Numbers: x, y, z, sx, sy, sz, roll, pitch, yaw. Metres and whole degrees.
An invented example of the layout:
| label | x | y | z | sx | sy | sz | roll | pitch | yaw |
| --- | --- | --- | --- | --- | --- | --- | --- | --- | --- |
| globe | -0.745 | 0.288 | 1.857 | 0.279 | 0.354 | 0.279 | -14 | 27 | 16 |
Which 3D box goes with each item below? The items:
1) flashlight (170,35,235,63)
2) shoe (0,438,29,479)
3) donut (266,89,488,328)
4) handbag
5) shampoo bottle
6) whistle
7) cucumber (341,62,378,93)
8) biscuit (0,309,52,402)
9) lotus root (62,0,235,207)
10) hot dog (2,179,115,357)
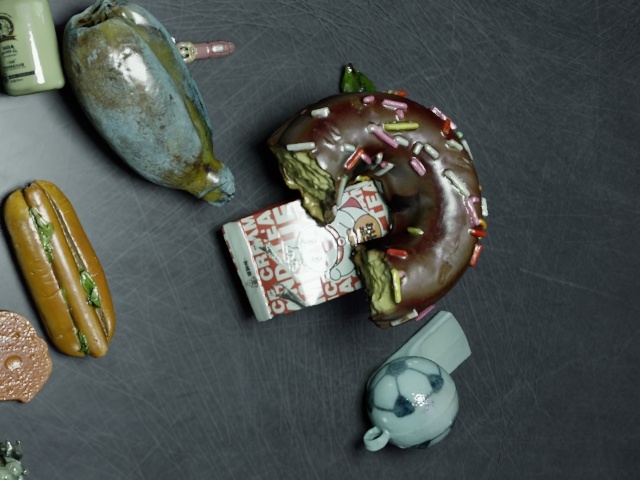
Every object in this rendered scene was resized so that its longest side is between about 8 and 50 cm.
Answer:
| label | x | y | z | sx | sy | sz | roll | pitch | yaw |
| --- | --- | --- | --- | --- | --- | --- | --- | --- | --- |
| flashlight | -0.173 | -0.275 | 1.434 | 0.110 | 0.031 | 0.052 | -14 | 100 | -33 |
| shoe | -0.404 | 0.332 | 1.258 | 0.293 | 0.109 | 0.149 | 37 | 78 | -25 |
| donut | 0.111 | -0.065 | 1.406 | 0.259 | 0.136 | 0.345 | -30 | 96 | -18 |
| handbag | 0.000 | 0.000 | 1.505 | 0.298 | 0.151 | 0.171 | -18 | 96 | -23 |
| shampoo bottle | -0.380 | -0.269 | 1.267 | 0.079 | 0.079 | 0.162 | -16 | 101 | -32 |
| whistle | 0.172 | 0.241 | 1.616 | 0.290 | 0.163 | 0.163 | -41 | 113 | -25 |
| cucumber | 0.090 | -0.181 | 1.598 | 0.069 | 0.069 | 0.227 | -34 | 106 | -28 |
| biscuit | -0.410 | 0.154 | 1.302 | 0.102 | 0.019 | 0.130 | -36 | 111 | -28 |
| lotus root | -0.232 | -0.169 | 1.337 | 0.158 | 0.140 | 0.322 | -80 | 147 | -55 |
| hot dog | -0.340 | 0.040 | 1.315 | 0.100 | 0.068 | 0.249 | -27 | 106 | -29 |
